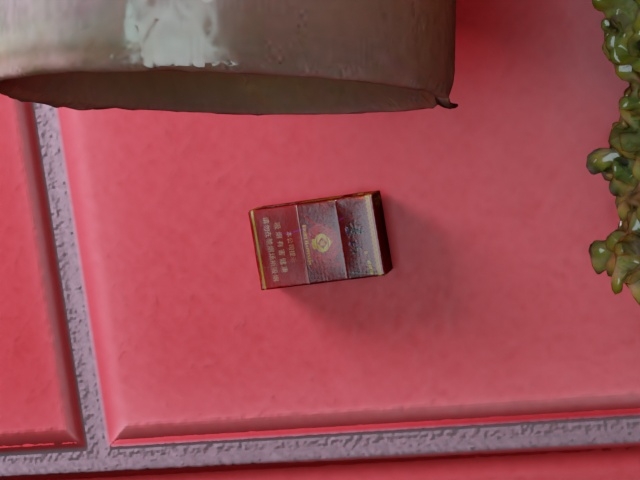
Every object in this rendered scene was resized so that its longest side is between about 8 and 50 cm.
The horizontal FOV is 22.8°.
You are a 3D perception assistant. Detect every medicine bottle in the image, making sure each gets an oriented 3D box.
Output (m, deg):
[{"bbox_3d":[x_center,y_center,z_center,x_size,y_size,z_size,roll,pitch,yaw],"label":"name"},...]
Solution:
[{"bbox_3d":[-0.045,-0.269,0.772,0.236,0.236,0.406,1,90,16],"label":"medicine bottle"}]

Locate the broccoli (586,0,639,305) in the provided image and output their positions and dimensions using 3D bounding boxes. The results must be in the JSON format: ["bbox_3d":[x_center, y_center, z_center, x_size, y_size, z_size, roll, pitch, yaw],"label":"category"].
[{"bbox_3d":[0.242,-0.064,0.782,0.247,0.243,0.263,37,102,21],"label":"broccoli"}]

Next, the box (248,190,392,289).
[{"bbox_3d":[0.000,0.000,0.980,0.082,0.023,0.051,-7,98,18],"label":"box"}]
